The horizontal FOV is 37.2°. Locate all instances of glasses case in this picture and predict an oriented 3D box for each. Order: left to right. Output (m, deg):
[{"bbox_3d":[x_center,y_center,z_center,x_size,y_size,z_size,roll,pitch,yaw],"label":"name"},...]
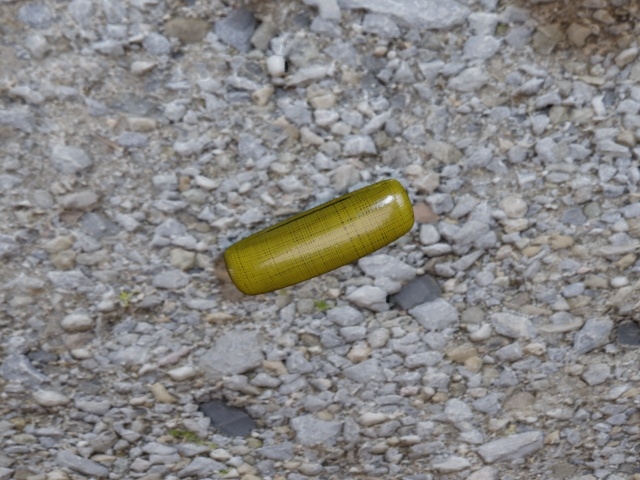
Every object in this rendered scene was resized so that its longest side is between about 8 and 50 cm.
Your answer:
[{"bbox_3d":[0.000,0.000,1.135,0.234,0.064,0.079,-23,120,3],"label":"glasses case"}]
